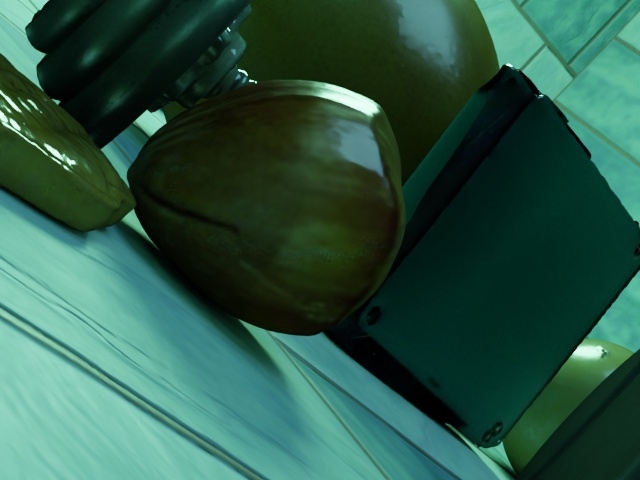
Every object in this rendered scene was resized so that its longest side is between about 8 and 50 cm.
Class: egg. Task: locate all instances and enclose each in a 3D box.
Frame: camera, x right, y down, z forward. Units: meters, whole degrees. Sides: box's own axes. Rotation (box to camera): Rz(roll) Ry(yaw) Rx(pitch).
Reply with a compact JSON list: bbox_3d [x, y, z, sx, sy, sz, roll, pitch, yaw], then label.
[{"bbox_3d":[0.242,0.170,1.440,0.164,0.164,0.201,44,-1,13],"label":"egg"},{"bbox_3d":[0.007,-0.134,1.352,0.282,0.282,0.351,41,16,-44],"label":"egg"}]

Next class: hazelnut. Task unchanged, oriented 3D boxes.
[{"bbox_3d":[-0.026,-0.026,0.855,0.150,0.150,0.150,43,3,-3],"label":"hazelnut"}]

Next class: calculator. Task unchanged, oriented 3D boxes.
[{"bbox_3d":[0.136,0.021,1.262,0.058,0.248,0.274,36,-2,44],"label":"calculator"}]

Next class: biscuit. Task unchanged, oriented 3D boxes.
[{"bbox_3d":[-0.145,-0.060,0.745,0.142,0.029,0.220,43,3,2],"label":"biscuit"}]

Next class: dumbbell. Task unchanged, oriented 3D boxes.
[{"bbox_3d":[-0.188,-0.214,0.897,0.406,0.179,0.179,43,3,-13],"label":"dumbbell"}]

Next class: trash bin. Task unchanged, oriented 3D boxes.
[{"bbox_3d":[0.183,0.145,0.887,0.101,0.177,0.236,44,7,2],"label":"trash bin"}]
